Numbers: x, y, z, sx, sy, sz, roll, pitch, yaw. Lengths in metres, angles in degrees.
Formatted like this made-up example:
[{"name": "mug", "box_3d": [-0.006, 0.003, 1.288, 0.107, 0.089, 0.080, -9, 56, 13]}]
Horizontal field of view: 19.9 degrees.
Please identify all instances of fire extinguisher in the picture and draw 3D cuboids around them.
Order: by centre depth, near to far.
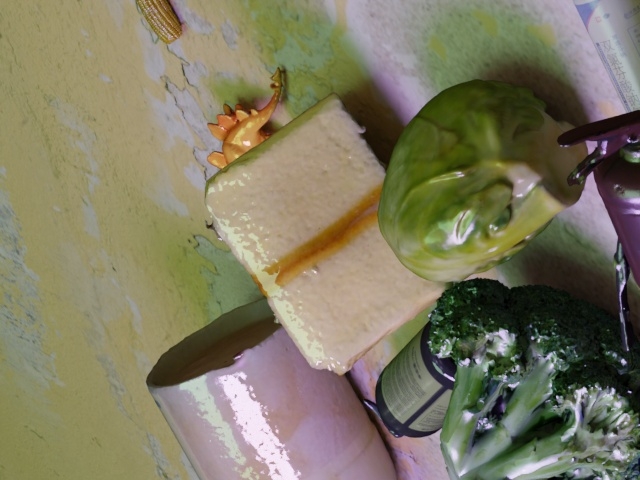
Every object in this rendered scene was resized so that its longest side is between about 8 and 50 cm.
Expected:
[{"name": "fire extinguisher", "box_3d": [0.295, -0.005, 1.598, 0.105, 0.141, 0.341, 48, 174, 44]}]

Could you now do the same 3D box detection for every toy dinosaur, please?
[{"name": "toy dinosaur", "box_3d": [-0.089, -0.108, 2.214, 0.117, 0.070, 0.288, 35, 142, 31]}]

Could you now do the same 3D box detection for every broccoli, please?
[{"name": "broccoli", "box_3d": [0.221, 0.171, 1.875, 0.295, 0.245, 0.265, 57, 163, -9]}]

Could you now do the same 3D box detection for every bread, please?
[{"name": "bread", "box_3d": [0.000, 0.000, 2.032, 0.263, 0.198, 0.236, 58, 178, -2]}]

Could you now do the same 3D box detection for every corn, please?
[{"name": "corn", "box_3d": [-0.199, -0.281, 2.215, 0.037, 0.037, 0.092, -2, 123, 57]}]

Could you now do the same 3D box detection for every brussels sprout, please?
[{"name": "brussels sprout", "box_3d": [0.148, -0.057, 1.774, 0.161, 0.223, 0.223, 44, 154, -13]}]

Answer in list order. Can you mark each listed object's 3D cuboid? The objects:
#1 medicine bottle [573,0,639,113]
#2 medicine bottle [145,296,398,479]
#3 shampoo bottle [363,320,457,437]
[{"name": "medicine bottle", "box_3d": [0.267, -0.183, 1.605, 0.059, 0.059, 0.231, -5, 117, 58]}, {"name": "medicine bottle", "box_3d": [-0.033, 0.297, 2.390, 0.235, 0.235, 0.406, -6, 115, 58]}, {"name": "shampoo bottle", "box_3d": [0.126, 0.171, 2.157, 0.101, 0.101, 0.284, 49, 152, 8]}]
